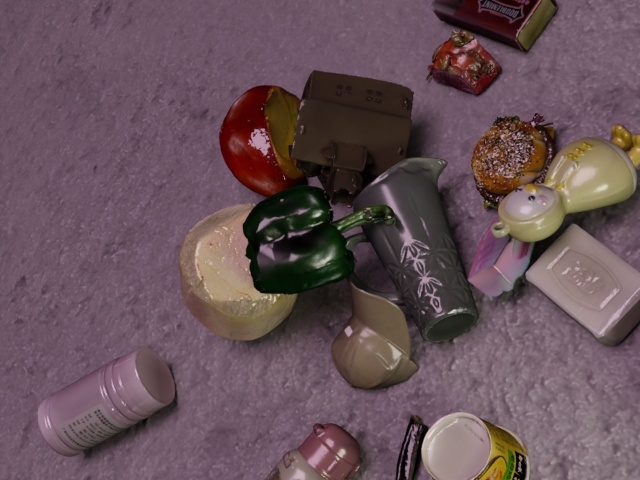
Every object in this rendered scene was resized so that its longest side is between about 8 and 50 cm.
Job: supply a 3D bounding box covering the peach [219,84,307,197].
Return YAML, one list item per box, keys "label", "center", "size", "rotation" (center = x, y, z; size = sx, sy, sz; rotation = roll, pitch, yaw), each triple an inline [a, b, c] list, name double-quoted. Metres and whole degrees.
- label: "peach"
  center: [-0.124, -0.189, 2.151]
  size: [0.154, 0.158, 0.267]
  rotation: [-23, 56, 30]

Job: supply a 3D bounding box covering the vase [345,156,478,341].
- label: "vase"
  center: [0.160, 0.030, 1.836]
  size: [0.251, 0.156, 0.301]
  rotation: [-29, 58, 12]

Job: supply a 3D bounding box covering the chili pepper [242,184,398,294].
- label: "chili pepper"
  center: [0.000, 0.000, 1.804]
  size: [0.261, 0.165, 0.174]
  rotation: [-17, 62, -8]

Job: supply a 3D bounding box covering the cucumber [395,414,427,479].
- label: "cucumber"
  center: [0.144, 0.350, 1.735]
  size: [0.034, 0.033, 0.135]
  rotation: [147, 143, -68]

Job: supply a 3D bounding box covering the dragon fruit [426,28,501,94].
- label: "dragon fruit"
  center: [0.256, -0.343, 2.005]
  size: [0.147, 0.096, 0.102]
  rotation: [31, 88, 43]

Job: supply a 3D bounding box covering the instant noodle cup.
- label: "instant noodle cup"
  center: [0.230, 0.337, 1.623]
  size: [0.151, 0.122, 0.151]
  rotation: [-14, 59, 25]

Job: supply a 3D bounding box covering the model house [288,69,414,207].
- label: "model house"
  center: [0.046, -0.153, 1.968]
  size: [0.211, 0.204, 0.243]
  rotation: [10, 52, -5]

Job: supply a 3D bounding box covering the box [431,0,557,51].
- label: "box"
  center: [0.330, -0.448, 2.033]
  size: [0.224, 0.069, 0.120]
  rotation: [34, 87, 40]

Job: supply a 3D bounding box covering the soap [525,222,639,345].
- label: "soap"
  center: [0.427, 0.071, 1.676]
  size: [0.121, 0.064, 0.183]
  rotation: [-48, 47, 3]

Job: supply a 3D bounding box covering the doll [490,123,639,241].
- label: "doll"
  center: [0.396, -0.086, 1.700]
  size: [0.296, 0.117, 0.141]
  rotation: [-26, 38, -17]

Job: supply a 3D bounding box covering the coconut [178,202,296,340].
- label: "coconut"
  center: [-0.149, 0.062, 1.974]
  size: [0.239, 0.244, 0.239]
  rotation: [2, 73, -7]

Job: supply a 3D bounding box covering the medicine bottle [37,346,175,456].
- label: "medicine bottle"
  center: [-0.419, 0.315, 2.078]
  size: [0.249, 0.133, 0.133]
  rotation: [-31, 51, 18]

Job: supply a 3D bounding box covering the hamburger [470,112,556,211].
- label: "hamburger"
  center: [0.331, -0.144, 1.843]
  size: [0.164, 0.093, 0.190]
  rotation: [-24, 52, 22]

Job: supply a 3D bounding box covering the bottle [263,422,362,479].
- label: "bottle"
  center: [-0.034, 0.418, 1.764]
  size: [0.253, 0.120, 0.120]
  rotation: [-50, 48, 0]

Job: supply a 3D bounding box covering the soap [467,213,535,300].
- label: "soap"
  center: [0.303, 0.019, 1.764]
  size: [0.100, 0.056, 0.149]
  rotation: [-36, 24, 52]

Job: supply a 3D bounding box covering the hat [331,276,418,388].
- label: "hat"
  center: [0.065, 0.163, 1.808]
  size: [0.166, 0.173, 0.144]
  rotation: [30, 78, 43]
